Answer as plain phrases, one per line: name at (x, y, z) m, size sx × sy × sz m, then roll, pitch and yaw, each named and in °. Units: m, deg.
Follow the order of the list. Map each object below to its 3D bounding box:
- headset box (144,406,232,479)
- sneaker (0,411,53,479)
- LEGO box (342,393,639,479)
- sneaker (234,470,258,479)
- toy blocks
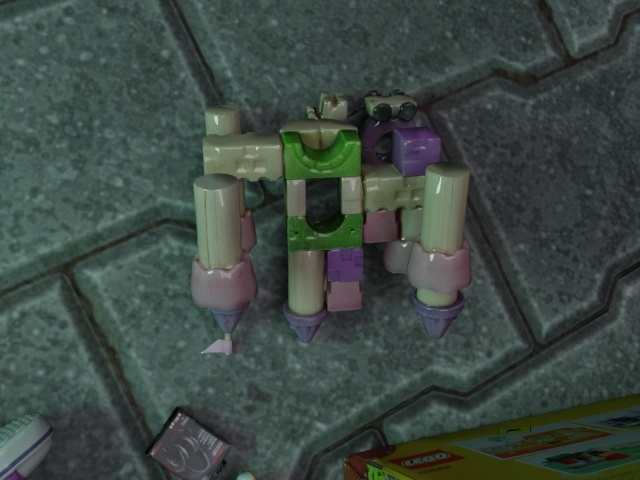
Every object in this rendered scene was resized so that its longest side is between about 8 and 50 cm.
headset box at (-0.145, 0.237, 0.861) m, size 0.083 × 0.032 × 0.062 m, roll 38°, pitch 74°, yaw -8°
sneaker at (-0.342, 0.315, 0.762) m, size 0.282 × 0.102 × 0.161 m, roll -47°, pitch 105°, yaw -11°
LEGO box at (0.326, 0.304, 0.825) m, size 0.500 × 0.372 × 0.193 m, roll -7°, pitch 86°, yaw -18°
sneaker at (-0.088, 0.396, 0.836) m, size 0.121 × 0.099 × 0.262 m, roll -16°, pitch 80°, yaw -12°
toy blocks at (0.000, 0.000, 0.869) m, size 0.288 × 0.309 × 0.260 m, roll -4°, pitch 117°, yaw -7°
